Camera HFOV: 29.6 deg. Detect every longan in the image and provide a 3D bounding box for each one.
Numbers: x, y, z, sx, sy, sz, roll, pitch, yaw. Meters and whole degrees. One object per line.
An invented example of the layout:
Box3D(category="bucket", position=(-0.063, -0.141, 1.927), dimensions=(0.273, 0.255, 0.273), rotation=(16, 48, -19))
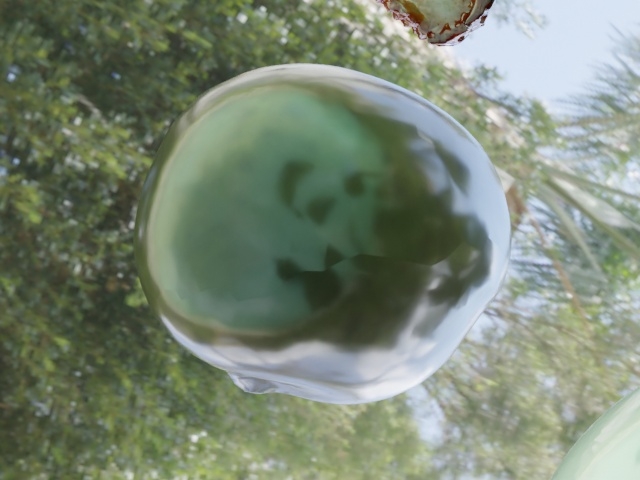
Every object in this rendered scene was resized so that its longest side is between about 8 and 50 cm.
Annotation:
Box3D(category="longan", position=(0.000, 0.000, 1.148), dimensions=(0.361, 0.361, 0.361), rotation=(-16, -117, 35))

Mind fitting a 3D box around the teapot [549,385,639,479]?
Box3D(category="teapot", position=(0.172, 0.133, 0.377), dimensions=(0.139, 0.298, 0.204), rotation=(162, -60, -82))

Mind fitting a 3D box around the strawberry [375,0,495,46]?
Box3D(category="strawberry", position=(0.041, -0.164, 0.613), dimensions=(0.104, 0.048, 0.152), rotation=(-21, -100, 6))
